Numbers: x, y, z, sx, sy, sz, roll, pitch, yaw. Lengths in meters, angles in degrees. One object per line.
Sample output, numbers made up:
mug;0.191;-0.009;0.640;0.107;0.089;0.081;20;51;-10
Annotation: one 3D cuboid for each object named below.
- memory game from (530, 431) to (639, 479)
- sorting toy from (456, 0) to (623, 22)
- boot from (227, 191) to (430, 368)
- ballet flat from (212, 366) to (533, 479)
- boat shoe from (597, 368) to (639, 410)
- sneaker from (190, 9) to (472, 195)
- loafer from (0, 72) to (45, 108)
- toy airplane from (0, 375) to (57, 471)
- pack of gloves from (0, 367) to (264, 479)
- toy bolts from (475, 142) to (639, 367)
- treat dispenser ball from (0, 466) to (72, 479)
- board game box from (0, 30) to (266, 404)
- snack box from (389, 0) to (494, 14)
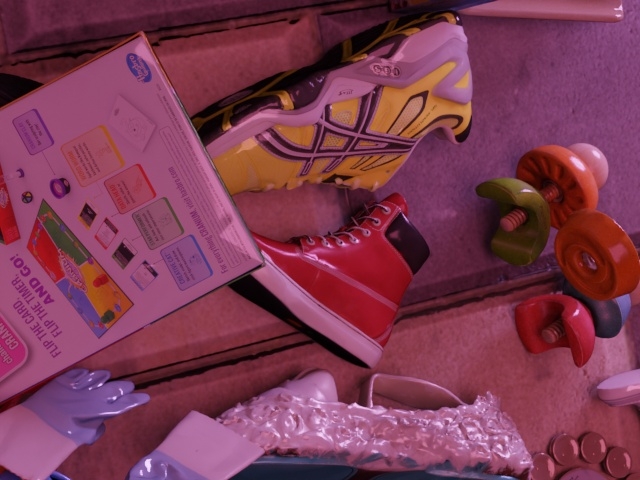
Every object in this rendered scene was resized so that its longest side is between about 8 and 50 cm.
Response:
memory game;0.298;0.309;1.764;0.186;0.012;0.186;3;82;-23
sorting toy;0.281;-0.355;1.738;0.307;0.041;0.229;0;86;-19
boot;0.000;0.000;1.596;0.244;0.088;0.176;35;76;-30
ballet flat;0.032;0.201;1.606;0.409;0.147;0.147;9;87;-28
boat shoe;0.400;0.178;1.802;0.184;0.066;0.063;-9;93;-35
sneaker;0.003;-0.104;1.564;0.384;0.145;0.147;-26;106;-19
loafer;-0.251;-0.097;1.489;0.170;0.062;0.061;34;117;-7
toy airplane;-0.302;0.172;1.483;0.151;0.028;0.151;0;90;-24
pack of gloves;-0.184;0.197;1.378;0.195;0.232;0.046;29;113;13
toy bolts;0.305;0.014;1.688;0.158;0.218;0.228;-32;122;-28
treat dispenser ball;-0.296;0.330;1.344;0.288;0.288;0.288;0;91;-25
board game box;-0.244;-0.012;1.419;0.316;0.064;0.242;-27;97;-1
snack box;0.139;-0.347;1.605;0.070;0.174;0.207;1;88;-27
